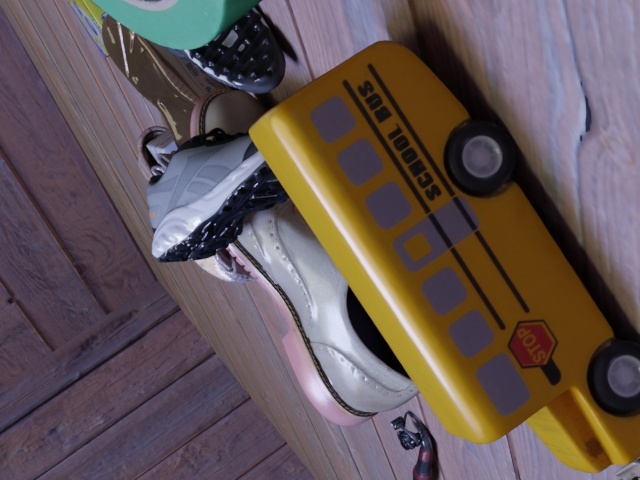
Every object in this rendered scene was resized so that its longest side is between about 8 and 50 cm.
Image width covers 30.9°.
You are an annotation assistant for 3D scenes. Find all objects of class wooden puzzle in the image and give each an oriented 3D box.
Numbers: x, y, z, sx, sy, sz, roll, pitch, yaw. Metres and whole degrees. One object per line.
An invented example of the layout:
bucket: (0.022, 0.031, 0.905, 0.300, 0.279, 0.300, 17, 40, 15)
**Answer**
wooden puzzle: (0.270, 0.214, 0.940, 0.078, 0.014, 0.116, 50, 167, 22)

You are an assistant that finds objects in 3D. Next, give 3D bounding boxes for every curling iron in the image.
curling iron: (0.143, 0.324, 1.687, 0.068, 0.035, 0.274, 53, 168, 32)

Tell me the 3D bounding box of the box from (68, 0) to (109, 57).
box: (-0.323, -0.330, 1.717, 0.105, 0.043, 0.179, 57, 166, -12)

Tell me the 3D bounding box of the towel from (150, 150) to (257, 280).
towel: (-0.105, -0.018, 1.469, 0.187, 0.049, 0.282, 51, -170, 19)

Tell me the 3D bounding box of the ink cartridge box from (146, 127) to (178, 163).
ink cartridge box: (-0.178, -0.131, 1.569, 0.052, 0.088, 0.122, 56, 169, -18)

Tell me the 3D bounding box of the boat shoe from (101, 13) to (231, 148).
boat shoe: (-0.136, -0.168, 1.363, 0.285, 0.089, 0.104, 53, 142, -3)

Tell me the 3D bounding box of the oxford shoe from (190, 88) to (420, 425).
oxford shoe: (0.000, 0.000, 1.238, 0.146, 0.140, 0.397, -28, 93, 47)

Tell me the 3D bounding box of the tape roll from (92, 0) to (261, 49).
tape roll: (-0.166, -0.304, 0.924, 0.321, 0.077, 0.321, 39, 158, 20)

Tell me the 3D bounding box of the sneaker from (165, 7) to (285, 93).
sneaker: (-0.109, -0.206, 1.145, 0.234, 0.078, 0.106, 36, 180, 28)

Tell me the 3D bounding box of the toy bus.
toy bus: (0.098, 0.023, 0.808, 0.332, 0.130, 0.108, 56, 168, -5)

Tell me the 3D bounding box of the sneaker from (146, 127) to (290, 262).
sneaker: (-0.089, -0.071, 1.132, 0.271, 0.100, 0.108, -31, 72, 40)

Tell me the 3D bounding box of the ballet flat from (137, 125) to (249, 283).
ballet flat: (-0.201, -0.063, 1.828, 0.316, 0.108, 0.106, 48, 159, 26)
